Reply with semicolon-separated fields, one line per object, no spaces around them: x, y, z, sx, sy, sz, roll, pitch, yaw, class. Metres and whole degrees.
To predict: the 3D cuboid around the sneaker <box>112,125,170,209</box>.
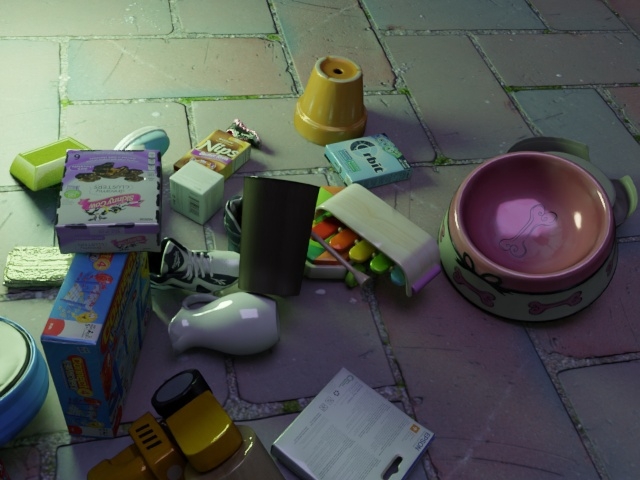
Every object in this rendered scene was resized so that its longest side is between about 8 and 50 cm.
-0.416;-0.128;1.619;0.208;0.127;0.319;28;58;19;sneaker

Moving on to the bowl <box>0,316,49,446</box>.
-0.670;0.243;1.166;0.392;0.077;0.391;3;26;-1;bowl

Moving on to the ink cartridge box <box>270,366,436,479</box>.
0.062;0.376;1.273;0.224;0.045;0.223;34;51;20;ink cartridge box

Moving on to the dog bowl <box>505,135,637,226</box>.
0.631;-0.125;1.800;0.349;0.102;0.348;5;46;-5;dog bowl

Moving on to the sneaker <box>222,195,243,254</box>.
-0.178;-0.061;1.567;0.086;0.163;0.226;-4;46;-10;sneaker

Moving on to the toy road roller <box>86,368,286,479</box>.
-0.213;0.374;1.072;0.241;0.202;0.330;-35;21;-19;toy road roller

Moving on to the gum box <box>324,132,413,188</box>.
0.127;-0.210;1.838;0.185;0.041;0.157;-14;51;-22;gum box

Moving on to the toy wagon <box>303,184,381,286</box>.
0.000;0.000;1.601;0.267;0.068;0.344;35;51;22;toy wagon

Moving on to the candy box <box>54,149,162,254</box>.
-0.358;-0.070;1.191;0.165;0.070;0.196;-1;46;-11;candy box

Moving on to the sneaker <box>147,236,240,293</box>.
-0.272;0.051;1.427;0.235;0.153;0.094;3;77;0;sneaker

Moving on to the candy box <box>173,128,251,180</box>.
-0.274;-0.203;1.759;0.109;0.053;0.186;26;47;16;candy box

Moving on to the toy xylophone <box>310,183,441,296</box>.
0.101;-0.002;1.517;0.236;0.081;0.322;-27;57;-28;toy xylophone

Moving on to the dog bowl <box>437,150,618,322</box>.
0.471;-0.027;1.564;0.408;0.150;0.407;-4;59;7;dog bowl

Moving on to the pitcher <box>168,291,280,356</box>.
-0.188;0.155;1.401;0.207;0.125;0.177;-5;32;1;pitcher

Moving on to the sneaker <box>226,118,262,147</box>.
-0.207;-0.276;1.850;0.057;0.047;0.119;-41;59;-20;sneaker

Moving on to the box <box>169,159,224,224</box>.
-0.292;-0.115;1.637;0.102;0.101;0.087;28;49;16;box

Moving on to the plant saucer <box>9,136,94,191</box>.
-0.632;-0.194;1.651;0.188;0.045;0.188;-27;35;-30;plant saucer

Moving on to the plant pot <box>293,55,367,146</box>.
0.036;-0.393;1.893;0.205;0.187;0.205;5;47;-5;plant pot

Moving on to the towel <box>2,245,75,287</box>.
-0.598;0.056;1.479;0.148;0.027;0.110;-2;47;-10;towel

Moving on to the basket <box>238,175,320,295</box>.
-0.091;-0.007;1.408;0.154;0.226;0.204;8;2;11;basket

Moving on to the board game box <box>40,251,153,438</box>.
-0.386;0.144;1.241;0.086;0.301;0.308;7;47;-3;board game box

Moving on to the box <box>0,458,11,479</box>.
-0.626;0.423;1.062;0.257;0.122;0.128;-2;46;-11;box
